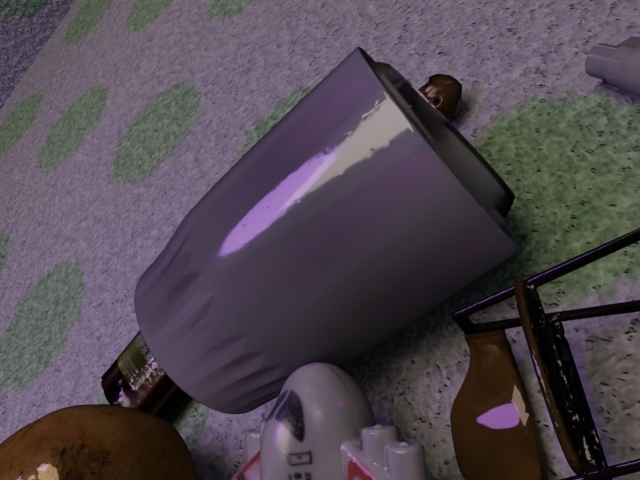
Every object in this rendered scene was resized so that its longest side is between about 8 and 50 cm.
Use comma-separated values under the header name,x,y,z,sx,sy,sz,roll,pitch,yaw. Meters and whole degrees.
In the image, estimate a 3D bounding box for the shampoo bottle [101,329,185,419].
name,x,y,z,sx,sy,sz,roll,pitch,yaw
shampoo bottle,-0.166,0.101,0.849,0.323,0.084,0.129,-50,44,0

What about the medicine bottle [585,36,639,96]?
name,x,y,z,sx,sy,sz,roll,pitch,yaw
medicine bottle,0.368,-0.158,0.592,0.092,0.061,0.221,-32,40,-15

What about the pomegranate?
name,x,y,z,sx,sy,sz,roll,pitch,yaw
pomegranate,-0.256,0.294,0.652,0.260,0.260,0.260,-22,49,28

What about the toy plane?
name,x,y,z,sx,sy,sz,roll,pitch,yaw
toy plane,-0.001,0.237,0.548,0.252,0.118,0.252,-11,75,47

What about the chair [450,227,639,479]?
name,x,y,z,sx,sy,sz,roll,pitch,yaw
chair,0.196,0.116,0.479,0.247,0.172,0.158,-20,51,21

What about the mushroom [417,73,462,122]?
name,x,y,z,sx,sy,sz,roll,pitch,yaw
mushroom,0.117,-0.131,0.798,0.187,0.061,0.060,-53,27,15

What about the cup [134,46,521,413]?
name,x,y,z,sx,sy,sz,roll,pitch,yaw
cup,0.000,0.000,0.653,0.371,0.253,0.253,-38,43,17
